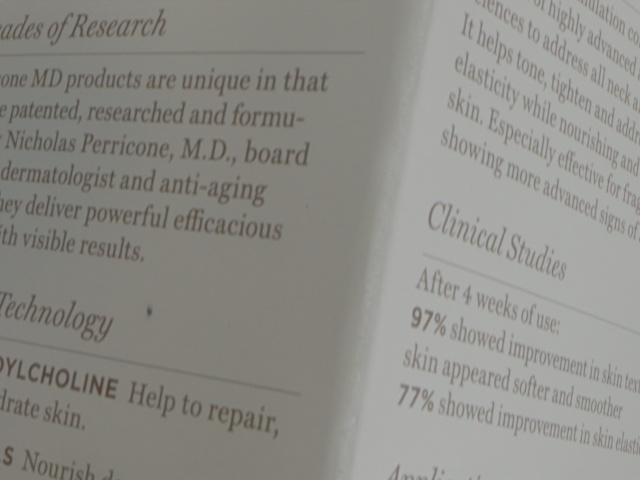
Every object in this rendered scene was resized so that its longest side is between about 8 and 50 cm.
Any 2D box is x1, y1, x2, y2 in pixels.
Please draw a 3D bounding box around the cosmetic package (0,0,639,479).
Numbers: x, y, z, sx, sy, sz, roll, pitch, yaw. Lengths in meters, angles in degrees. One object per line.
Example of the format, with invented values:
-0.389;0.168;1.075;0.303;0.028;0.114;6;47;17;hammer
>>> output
0.000;0.000;0.761;0.327;0.329;0.393;5;-100;38;cosmetic package
